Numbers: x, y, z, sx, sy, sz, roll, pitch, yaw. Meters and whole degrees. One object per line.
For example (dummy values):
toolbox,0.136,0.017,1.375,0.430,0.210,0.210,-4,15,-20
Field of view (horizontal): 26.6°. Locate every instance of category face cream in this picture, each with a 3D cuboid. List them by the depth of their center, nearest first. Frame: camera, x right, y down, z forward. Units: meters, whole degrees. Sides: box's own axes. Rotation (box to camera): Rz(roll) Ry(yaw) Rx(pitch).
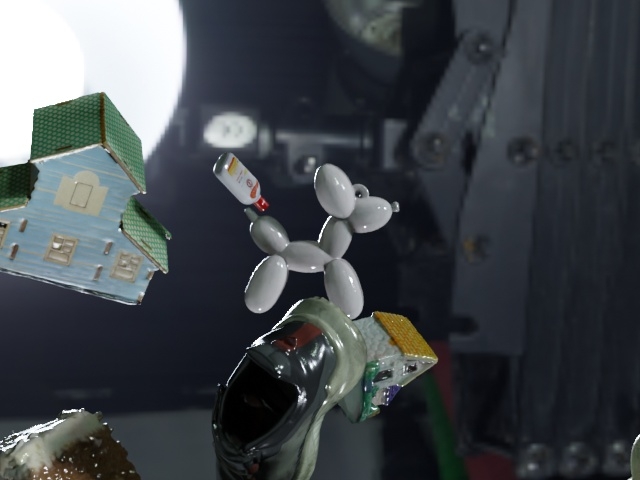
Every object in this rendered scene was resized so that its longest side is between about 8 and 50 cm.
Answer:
face cream,-0.092,-0.067,1.614,0.021,0.083,0.040,-19,-143,37

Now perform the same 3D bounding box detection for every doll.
doll,0.000,0.000,1.410,0.059,0.161,0.160,-42,134,-84

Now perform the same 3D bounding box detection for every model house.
model house,0.070,0.143,1.508,0.088,0.100,0.100,50,-35,46
model house,-0.290,-0.068,1.600,0.178,0.271,0.206,-99,-150,-57

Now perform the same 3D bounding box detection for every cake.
cake,-0.236,0.234,1.180,0.135,0.134,0.147,-24,-90,31

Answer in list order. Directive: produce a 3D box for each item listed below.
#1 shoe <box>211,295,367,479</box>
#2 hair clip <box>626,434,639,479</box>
shoe,-0.051,0.149,1.145,0.099,0.112,0.227,41,-61,23
hair clip,0.345,0.214,1.135,0.218,0.071,0.159,-32,-105,34
